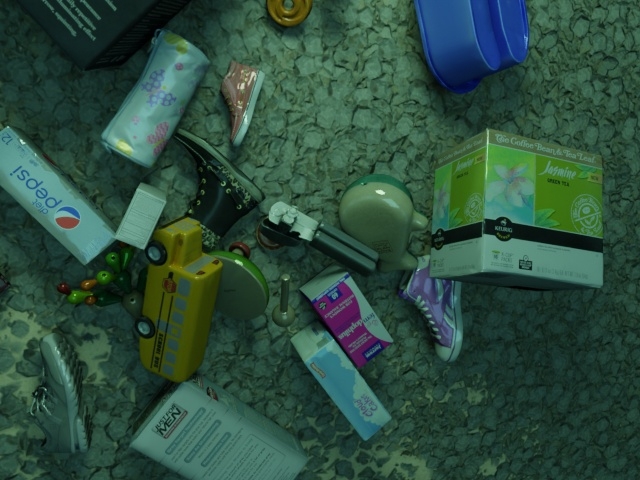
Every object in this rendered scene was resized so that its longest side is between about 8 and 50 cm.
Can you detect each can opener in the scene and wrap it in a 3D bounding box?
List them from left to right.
[{"bbox_3d":[0.000,0.000,1.176,0.280,0.074,0.093,26,134,-3],"label":"can opener"}]

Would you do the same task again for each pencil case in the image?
[{"bbox_3d":[-0.332,-0.282,1.030,0.114,0.124,0.273,30,93,23],"label":"pencil case"}]

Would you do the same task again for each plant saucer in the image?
[{"bbox_3d":[-0.110,-0.018,1.203,0.084,0.013,0.083,-3,101,-17],"label":"plant saucer"}]

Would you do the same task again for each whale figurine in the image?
[{"bbox_3d":[0.153,-0.041,1.224,0.216,0.141,0.272,-12,129,24],"label":"whale figurine"}]

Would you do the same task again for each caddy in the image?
[{"bbox_3d":[0.329,-0.514,1.164,0.241,0.179,0.341,-25,107,-36],"label":"caddy"}]

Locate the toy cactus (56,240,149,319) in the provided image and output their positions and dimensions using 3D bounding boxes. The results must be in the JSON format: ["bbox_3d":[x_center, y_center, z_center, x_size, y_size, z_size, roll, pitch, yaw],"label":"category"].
[{"bbox_3d":[-0.423,0.097,1.093,0.219,0.112,0.180,-34,131,-26],"label":"toy cactus"}]

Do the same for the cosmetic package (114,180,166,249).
[{"bbox_3d":[-0.348,-0.055,1.006,0.060,0.239,0.098,27,92,-20],"label":"cosmetic package"}]

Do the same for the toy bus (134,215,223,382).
[{"bbox_3d":[-0.295,0.124,1.069,0.130,0.108,0.332,22,113,13],"label":"toy bus"}]

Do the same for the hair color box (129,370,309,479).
[{"bbox_3d":[-0.232,0.474,1.203,0.374,0.113,0.185,40,87,-20],"label":"hair color box"}]

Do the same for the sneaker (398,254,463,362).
[{"bbox_3d":[0.274,0.176,1.315,0.161,0.102,0.282,-2,90,-13],"label":"sneaker"}]

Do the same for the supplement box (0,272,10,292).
[{"bbox_3d":[-0.739,0.038,0.982,0.130,0.073,0.239,-41,108,-21],"label":"supplement box"}]

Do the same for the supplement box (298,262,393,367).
[{"bbox_3d":[0.062,0.181,1.239,0.111,0.114,0.220,-37,110,-8],"label":"supplement box"}]

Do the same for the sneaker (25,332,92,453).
[{"bbox_3d":[-0.567,0.336,1.082,0.115,0.105,0.281,-8,102,-15],"label":"sneaker"}]

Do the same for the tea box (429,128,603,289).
[{"bbox_3d":[0.464,-0.055,1.222,0.329,0.220,0.323,7,79,-18],"label":"tea box"}]

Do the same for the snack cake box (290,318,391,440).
[{"bbox_3d":[0.048,0.334,1.240,0.089,0.152,0.264,-37,108,-8],"label":"snack cake box"}]

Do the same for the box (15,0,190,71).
[{"bbox_3d":[-0.348,-0.539,0.879,0.395,0.212,0.293,-36,109,12],"label":"box"}]

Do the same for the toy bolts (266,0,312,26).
[{"bbox_3d":[-0.055,-0.603,1.079,0.218,0.158,0.228,-32,125,33],"label":"toy bolts"}]

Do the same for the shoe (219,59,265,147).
[{"bbox_3d":[-0.185,-0.297,1.108,0.081,0.063,0.177,18,89,-17],"label":"shoe"}]

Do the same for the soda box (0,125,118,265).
[{"bbox_3d":[-0.535,-0.087,1.019,0.091,0.098,0.286,-42,109,-7],"label":"soda box"}]

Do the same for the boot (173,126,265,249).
[{"bbox_3d":[-0.259,-0.109,1.106,0.236,0.085,0.178,41,89,-19],"label":"boot"}]

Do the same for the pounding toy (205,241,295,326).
[{"bbox_3d":[-0.156,0.083,1.151,0.237,0.110,0.182,16,131,15],"label":"pounding toy"}]
